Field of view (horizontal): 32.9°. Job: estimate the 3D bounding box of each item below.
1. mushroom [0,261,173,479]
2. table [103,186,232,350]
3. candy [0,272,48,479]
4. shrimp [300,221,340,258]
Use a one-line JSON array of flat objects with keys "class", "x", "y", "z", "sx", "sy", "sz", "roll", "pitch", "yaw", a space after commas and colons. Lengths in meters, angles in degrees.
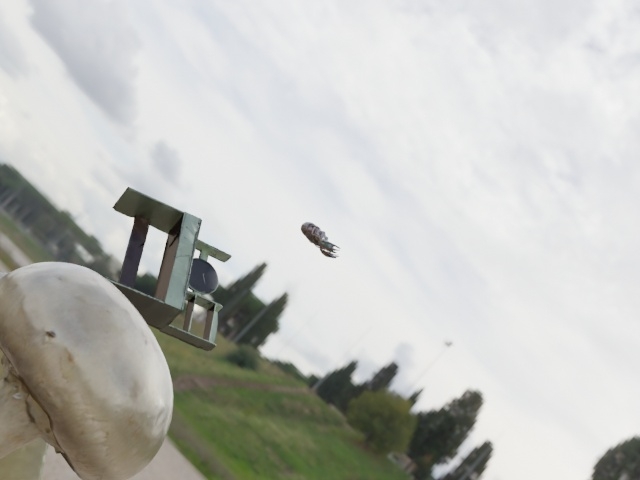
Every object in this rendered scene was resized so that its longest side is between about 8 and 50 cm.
[{"class": "mushroom", "x": -0.241, "y": 0.131, "z": 0.930, "sx": 0.207, "sy": 0.215, "sz": 0.207, "roll": 55, "pitch": -14, "yaw": 20}, {"class": "table", "x": -0.187, "y": 0.037, "z": 1.354, "sx": 0.175, "sy": 0.146, "sz": 0.062, "roll": 25, "pitch": -42, "yaw": -23}, {"class": "candy", "x": -0.401, "y": 0.200, "z": 1.276, "sx": 0.179, "sy": 0.321, "sz": 0.135, "roll": 14, "pitch": 11, "yaw": -15}, {"class": "shrimp", "x": 0.002, "y": 0.003, "z": 1.723, "sx": 0.092, "sy": 0.029, "sz": 0.038, "roll": 44, "pitch": -20, "yaw": 43}]
